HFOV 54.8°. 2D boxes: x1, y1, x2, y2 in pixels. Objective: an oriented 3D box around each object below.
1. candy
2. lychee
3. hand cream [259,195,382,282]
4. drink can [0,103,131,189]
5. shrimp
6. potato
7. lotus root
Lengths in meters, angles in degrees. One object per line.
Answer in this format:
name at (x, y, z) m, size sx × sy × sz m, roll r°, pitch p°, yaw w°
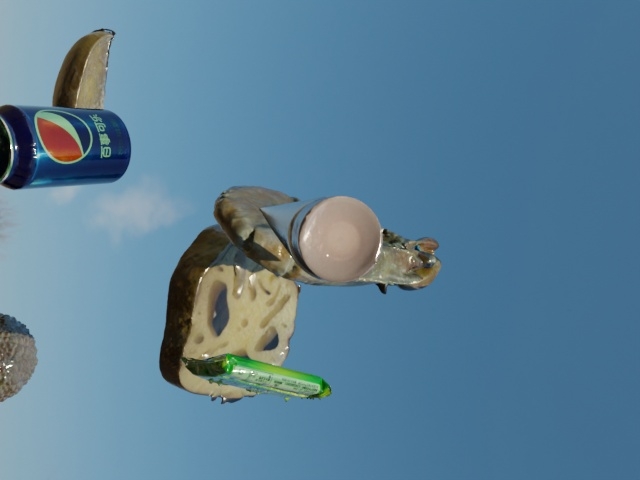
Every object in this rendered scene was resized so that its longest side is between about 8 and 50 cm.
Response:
candy at (-0.082, 0.175, 0.796) m, size 0.102 × 0.178 × 0.032 m, roll -24°, pitch -128°, yaw 49°
lychee at (-0.587, 0.206, 1.089) m, size 0.197 × 0.165 × 0.165 m, roll -15°, pitch -104°, yaw 44°
hand cream at (0.000, 0.000, 0.689) m, size 0.083 × 0.133 × 0.248 m, roll -53°, pitch -169°, yaw -6°
drink can at (-0.380, -0.134, 0.888) m, size 0.118 × 0.205 × 0.118 m, roll 6°, pitch -78°, yaw 31°
shrimp at (0.026, 0.004, 1.025) m, size 0.110 × 0.445 × 0.221 m, roll -61°, pitch -146°, yaw 21°
potato at (-0.492, -0.293, 1.221) m, size 0.120 × 0.100 × 0.261 m, roll 12°, pitch -75°, yaw 13°
lotus root at (-0.189, 0.167, 1.319) m, size 0.111 × 0.375 × 0.391 m, roll 9°, pitch -51°, yaw 32°
